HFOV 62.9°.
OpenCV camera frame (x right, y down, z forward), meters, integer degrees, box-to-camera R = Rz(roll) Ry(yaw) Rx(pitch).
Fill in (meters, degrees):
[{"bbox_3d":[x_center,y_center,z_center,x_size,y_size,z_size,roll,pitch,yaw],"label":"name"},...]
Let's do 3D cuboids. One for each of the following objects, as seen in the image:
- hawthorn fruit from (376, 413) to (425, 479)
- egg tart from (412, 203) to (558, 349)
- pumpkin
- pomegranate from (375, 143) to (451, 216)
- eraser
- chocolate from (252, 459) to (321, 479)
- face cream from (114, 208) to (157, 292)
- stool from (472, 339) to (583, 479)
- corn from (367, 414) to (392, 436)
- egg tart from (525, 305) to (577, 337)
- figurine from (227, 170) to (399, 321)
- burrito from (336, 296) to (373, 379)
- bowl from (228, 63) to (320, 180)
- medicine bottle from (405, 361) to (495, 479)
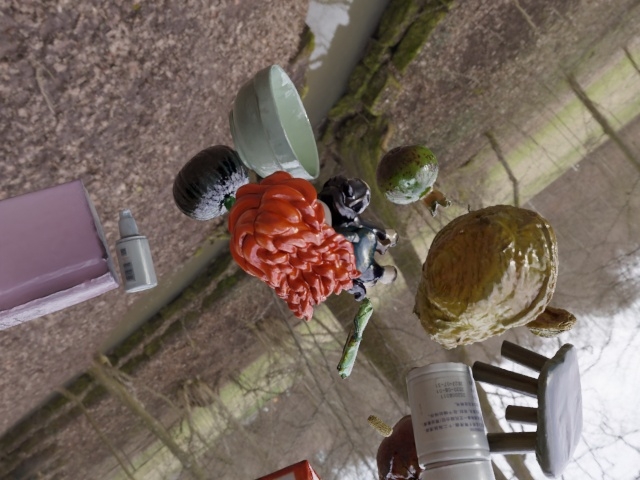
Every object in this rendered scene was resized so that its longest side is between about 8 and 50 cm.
[{"bbox_3d":[0.434,0.956,2.276,0.403,0.403,0.403,-37,171,-7],"label":"hawthorn fruit"},{"bbox_3d":[0.355,0.054,1.199,0.351,0.339,0.153,-21,144,35],"label":"egg tart"},{"bbox_3d":[-0.300,-0.148,1.562,0.248,0.248,0.248,-37,171,-7],"label":"pumpkin"},{"bbox_3d":[0.326,-0.206,1.896,0.231,0.286,0.231,-22,178,-1],"label":"pomegranate"},{"bbox_3d":[-0.680,0.040,1.198,0.359,0.272,0.122,-21,169,-16],"label":"eraser"},{"bbox_3d":[-0.087,0.589,1.083,0.237,0.108,0.235,-23,127,-2],"label":"chocolate"},{"bbox_3d":[-0.576,0.028,1.609,0.101,0.251,0.101,-14,174,-1],"label":"face cream"},{"bbox_3d":[0.586,0.454,1.471,0.226,0.310,0.310,-2,-173,39],"label":"stool"},{"bbox_3d":[0.189,0.592,1.671,0.037,0.092,0.037,-49,-176,5],"label":"corn"},{"bbox_3d":[0.533,0.192,1.230,0.130,0.052,0.130,-6,-164,2],"label":"egg tart"},{"bbox_3d":[0.007,-0.007,1.129,0.412,0.306,0.241,-15,-168,-41],"label":"figurine"},{"bbox_3d":[0.114,0.318,1.739,0.104,0.054,0.288,85,26,-74],"label":"burrito"},{"bbox_3d":[-0.127,-0.284,1.353,0.163,0.307,0.307,-14,176,13],"label":"bowl"},{"bbox_3d":[0.348,0.517,1.420,0.190,0.332,0.190,-3,149,-2],"label":"medicine bottle"}]
